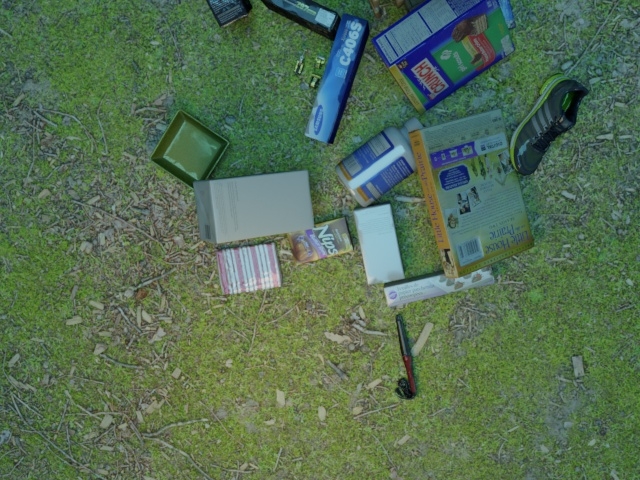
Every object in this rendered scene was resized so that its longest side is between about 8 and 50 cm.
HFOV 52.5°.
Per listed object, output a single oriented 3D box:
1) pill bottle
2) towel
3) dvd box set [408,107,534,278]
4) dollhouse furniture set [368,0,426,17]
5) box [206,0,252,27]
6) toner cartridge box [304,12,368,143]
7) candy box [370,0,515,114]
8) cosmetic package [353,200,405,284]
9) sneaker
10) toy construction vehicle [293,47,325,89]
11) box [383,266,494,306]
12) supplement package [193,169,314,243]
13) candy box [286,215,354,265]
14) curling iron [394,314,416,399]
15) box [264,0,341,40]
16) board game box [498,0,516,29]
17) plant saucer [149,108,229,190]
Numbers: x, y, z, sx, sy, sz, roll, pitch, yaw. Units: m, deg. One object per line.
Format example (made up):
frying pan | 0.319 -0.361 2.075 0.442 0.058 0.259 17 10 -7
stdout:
pill bottle | 0.190 -0.232 1.867 0.272 0.152 0.152 -35 92 9
towel | -0.222 0.087 2.023 0.197 0.029 0.144 -8 97 5
dvd box set | 0.430 -0.137 1.820 0.308 0.062 0.420 -19 97 -27
dollhouse furniture set | 0.253 -0.768 1.664 0.362 0.394 0.256 -24 94 9
box | -0.273 -0.702 1.835 0.093 0.156 0.158 -24 113 10
toner cartridge box | 0.050 -0.452 1.848 0.075 0.165 0.348 19 99 5
candy box | 0.333 -0.522 1.739 0.317 0.268 0.122 -32 62 15
cosmetic package | 0.176 0.006 1.937 0.117 0.085 0.231 -10 98 8
sneaker | 0.633 -0.319 1.805 0.111 0.121 0.300 19 102 -23
toy construction vehicle | -0.033 -0.507 1.914 0.086 0.035 0.098 25 100 3
box | 0.352 0.129 1.942 0.324 0.067 0.063 -14 96 7
supplement package | -0.191 -0.101 1.855 0.293 0.177 0.175 -9 98 -24
candy box | 0.000 0.000 1.972 0.187 0.053 0.109 -15 95 7
curling iron | 0.253 0.364 2.000 0.068 0.035 0.274 -5 97 7
box | -0.053 -0.644 1.823 0.233 0.183 0.059 28 99 3
board game box | 0.500 -0.637 1.844 0.090 0.020 0.090 -16 96 10
plant saucer | -0.397 -0.273 1.983 0.188 0.045 0.188 34 99 1
